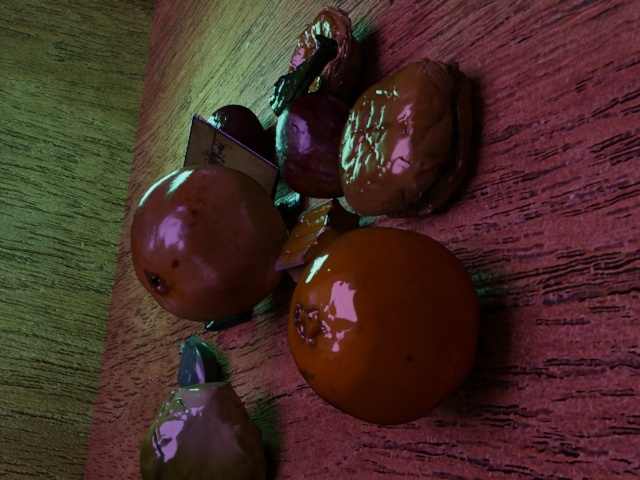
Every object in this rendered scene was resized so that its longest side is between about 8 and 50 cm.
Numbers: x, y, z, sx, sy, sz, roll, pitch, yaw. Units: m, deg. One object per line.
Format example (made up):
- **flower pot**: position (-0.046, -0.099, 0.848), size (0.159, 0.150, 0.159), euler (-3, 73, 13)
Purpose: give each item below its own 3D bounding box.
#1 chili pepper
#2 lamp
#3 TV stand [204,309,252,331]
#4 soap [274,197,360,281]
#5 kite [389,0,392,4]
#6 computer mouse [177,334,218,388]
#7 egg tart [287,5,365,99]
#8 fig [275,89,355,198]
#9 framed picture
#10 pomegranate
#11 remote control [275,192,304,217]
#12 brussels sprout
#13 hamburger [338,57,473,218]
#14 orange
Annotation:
- **chili pepper**: position (-0.042, -0.347, 1.689), size (0.253, 0.083, 0.099), euler (-43, 18, 51)
- **lamp**: position (-0.244, -0.285, 2.222), size (0.180, 0.180, 0.258), euler (-66, 30, 22)
- **TV stand**: position (-0.261, 0.215, 2.186), size (0.256, 0.040, 0.049), euler (-25, 57, 59)
- **soap**: position (0.000, 0.000, 1.638), size (0.160, 0.080, 0.257), euler (-61, 15, -15)
- **kite**: position (0.177, -0.644, 1.729), size (0.183, 0.014, 0.241), euler (45, 118, 59)
- **computer mouse**: position (-0.356, 0.364, 2.264), size (0.379, 0.090, 0.167), euler (-144, 69, -68)
- **egg tart**: position (0.018, -0.398, 1.825), size (0.295, 0.116, 0.294), euler (-33, 52, 56)
- **fig**: position (0.009, -0.197, 1.645), size (0.224, 0.224, 0.263), euler (-68, 26, 19)
- **framed picture**: position (-0.255, -0.161, 2.125), size (0.339, 0.014, 0.255), euler (34, 124, 27)
- **pomegranate**: position (-0.257, -0.002, 1.909), size (0.411, 0.412, 0.411), euler (-37, 46, 53)
- **remote control**: position (-0.084, -0.086, 1.987), size (0.152, 0.027, 0.043), euler (-27, 51, 56)
- **brussels sprout**: position (-0.266, 0.494, 1.833), size (0.268, 0.344, 0.344), euler (-24, -49, -78)
- **hamburger**: position (0.147, -0.183, 1.417), size (0.319, 0.158, 0.318), euler (-37, 45, 50)
- **orange**: position (0.098, 0.128, 1.214), size (0.312, 0.312, 0.312), euler (-37, 46, 53)
